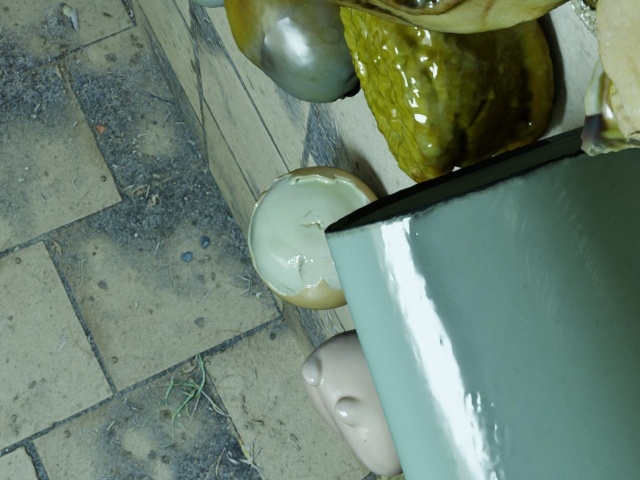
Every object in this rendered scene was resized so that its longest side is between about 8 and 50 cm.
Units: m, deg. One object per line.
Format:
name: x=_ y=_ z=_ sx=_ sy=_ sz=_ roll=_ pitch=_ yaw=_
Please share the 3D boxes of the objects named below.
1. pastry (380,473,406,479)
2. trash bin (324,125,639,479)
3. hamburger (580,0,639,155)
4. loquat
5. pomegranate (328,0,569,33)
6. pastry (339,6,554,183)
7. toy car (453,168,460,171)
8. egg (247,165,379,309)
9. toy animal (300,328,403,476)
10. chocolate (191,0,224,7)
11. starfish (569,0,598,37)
pastry: x=0.218 y=0.421 z=1.245 sx=0.409 sy=0.245 sz=0.409 roll=59 pitch=166 yaw=25
trash bin: x=0.190 y=0.150 z=0.742 sx=0.280 sy=0.280 sz=0.432 roll=178 pitch=70 yaw=-78
hamburger: x=0.201 y=-0.117 z=0.468 sx=0.207 sy=0.135 sz=0.155 roll=136 pitch=123 yaw=-74
loquat: x=-0.013 y=-0.246 z=1.076 sx=0.179 sy=0.179 sz=0.227 roll=83 pitch=164 yaw=-57
pomegranate: x=0.069 y=-0.239 z=0.566 sx=0.260 sy=0.260 sz=0.260 roll=61 pitch=168 yaw=22
pastry: x=0.087 y=-0.165 z=0.890 sx=0.235 sy=0.132 sz=0.240 roll=59 pitch=167 yaw=24
toy car: x=0.144 y=-0.010 z=1.119 sx=0.080 sy=0.070 sz=0.171 roll=60 pitch=169 yaw=23
egg: x=0.000 y=0.000 z=1.487 sx=0.201 sy=0.201 sz=0.244 roll=63 pitch=-179 yaw=10
toy animal: x=0.106 y=0.155 z=1.174 sx=0.229 sy=0.221 sz=0.210 roll=31 pitch=-171 yaw=-42
chocolate: x=-0.131 y=-0.403 z=1.250 sx=0.283 sy=0.186 sz=0.283 roll=61 pitch=169 yaw=21
starfish: x=0.225 y=-0.107 z=0.582 sx=0.240 sy=0.043 sz=0.227 roll=40 pitch=142 yaw=41
